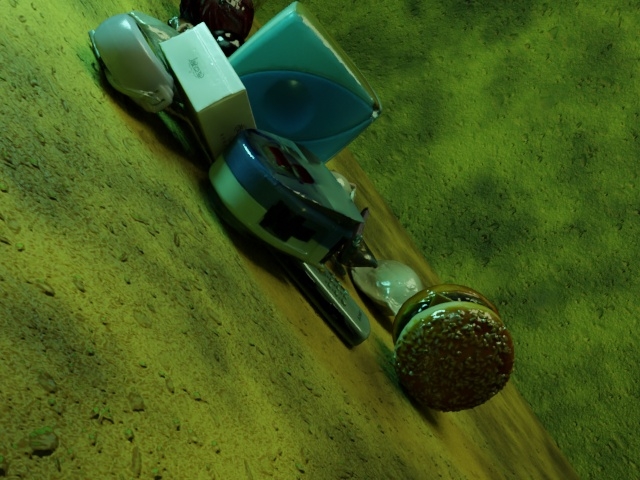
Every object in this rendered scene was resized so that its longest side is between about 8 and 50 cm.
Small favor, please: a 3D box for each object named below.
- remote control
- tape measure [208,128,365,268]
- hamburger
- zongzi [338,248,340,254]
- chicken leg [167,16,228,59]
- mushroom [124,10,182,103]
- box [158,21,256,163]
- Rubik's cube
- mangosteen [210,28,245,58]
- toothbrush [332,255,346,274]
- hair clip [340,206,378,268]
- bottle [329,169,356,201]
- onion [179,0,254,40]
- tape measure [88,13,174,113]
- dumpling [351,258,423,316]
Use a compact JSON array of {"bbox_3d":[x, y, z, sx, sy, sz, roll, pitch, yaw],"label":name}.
[{"bbox_3d":[-0.001,0.091,1.689,0.296,0.056,0.140,49,14,-5],"label":"remote control"},{"bbox_3d":[-0.085,-0.088,1.571,0.262,0.138,0.259,17,27,-42],"label":"tape measure"},{"bbox_3d":[0.292,0.247,1.834,0.291,0.291,0.225,48,13,-16],"label":"hamburger"},{"bbox_3d":[0.053,-0.043,2.182,0.228,0.115,0.256,39,24,-57],"label":"zongzi"},{"bbox_3d":[-0.313,-0.511,2.280,0.304,0.093,0.113,46,23,-5],"label":"chicken leg"},{"bbox_3d":[-0.304,-0.365,1.766,0.350,0.128,0.128,42,15,-52],"label":"mushroom"},{"bbox_3d":[-0.213,-0.273,1.637,0.194,0.111,0.260,59,-11,26],"label":"box"},{"bbox_3d":[-0.075,-0.371,2.081,0.352,0.351,0.347,46,13,-13],"label":"Rubik's cube"},{"bbox_3d":[-0.287,-0.543,2.396,0.137,0.137,0.152,38,50,-48],"label":"mangosteen"},{"bbox_3d":[0.000,0.000,2.069,0.220,0.016,0.019,56,21,16],"label":"toothbrush"},{"bbox_3d":[0.094,0.004,2.132,0.359,0.095,0.110,-93,177,-73],"label":"hair clip"},{"bbox_3d":[0.012,-0.095,1.980,0.147,0.147,0.236,48,23,-14],"label":"bottle"},{"bbox_3d":[-0.327,-0.718,2.517,0.281,0.221,0.281,63,-3,5],"label":"onion"},{"bbox_3d":[-0.355,-0.331,1.520,0.178,0.105,0.196,58,2,-29],"label":"tape measure"},{"bbox_3d":[0.173,0.126,2.103,0.252,0.131,0.179,45,34,15],"label":"dumpling"}]
